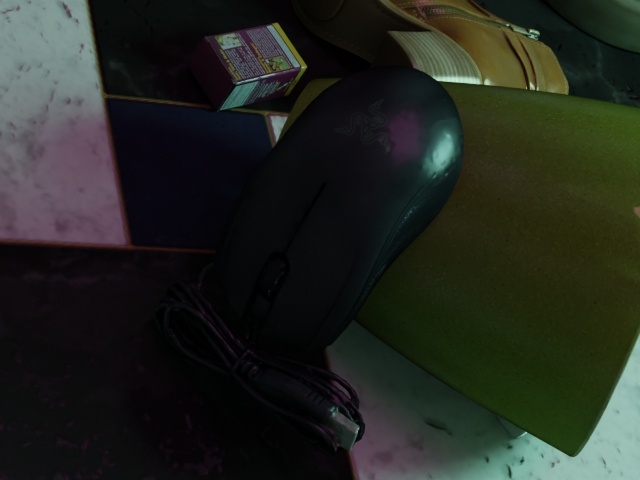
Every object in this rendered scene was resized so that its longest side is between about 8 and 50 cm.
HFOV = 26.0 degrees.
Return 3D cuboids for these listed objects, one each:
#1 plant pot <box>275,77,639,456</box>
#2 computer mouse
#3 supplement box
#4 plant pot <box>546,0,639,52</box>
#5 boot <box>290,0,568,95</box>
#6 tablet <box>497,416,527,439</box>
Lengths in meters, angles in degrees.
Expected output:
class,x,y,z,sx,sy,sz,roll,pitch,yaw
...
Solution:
class,x,y,z,sx,sy,sz,roll,pitch,yaw
plant pot,0.109,-0.015,1.082,0.294,0.274,0.274,22,47,8
computer mouse,0.000,0.000,0.966,0.188,0.272,0.072,34,10,20
supplement box,-0.063,-0.151,1.205,0.083,0.043,0.055,-17,67,-39
plant pot,0.392,-0.403,1.454,0.323,0.280,0.323,9,63,-19
boot,0.103,-0.223,1.319,0.220,0.109,0.283,-4,48,-41
tablet,0.155,0.122,1.155,0.054,0.006,0.083,-20,70,-39
